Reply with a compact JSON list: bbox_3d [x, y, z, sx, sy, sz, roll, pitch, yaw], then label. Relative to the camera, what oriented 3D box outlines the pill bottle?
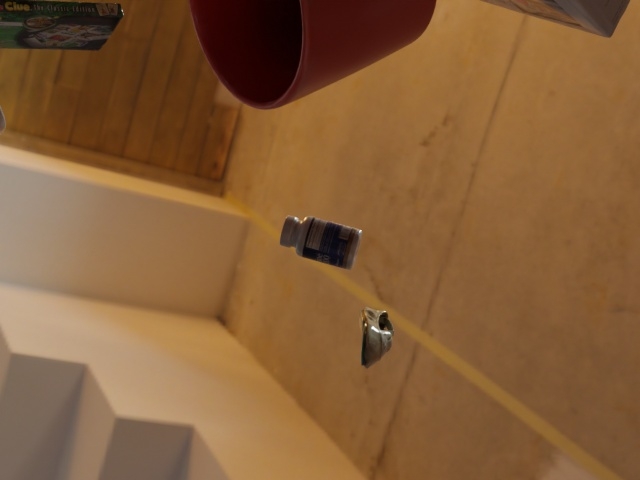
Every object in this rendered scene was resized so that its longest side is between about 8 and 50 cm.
[{"bbox_3d":[0.000,0.000,1.652,0.067,0.120,0.067,16,90,-84],"label":"pill bottle"}]

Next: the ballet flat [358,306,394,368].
[{"bbox_3d":[0.085,0.141,1.580,0.168,0.052,0.057,-87,179,-69],"label":"ballet flat"}]

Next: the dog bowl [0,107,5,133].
[{"bbox_3d":[-0.516,-0.204,1.289,0.104,0.265,0.265,-45,-161,-20],"label":"dog bowl"}]

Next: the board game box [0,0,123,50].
[{"bbox_3d":[-0.460,-0.343,1.684,0.136,0.260,0.030,-24,-107,58],"label":"board game box"}]

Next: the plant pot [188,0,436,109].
[{"bbox_3d":[-0.002,-0.322,1.352,0.275,0.243,0.275,32,-49,46],"label":"plant pot"}]

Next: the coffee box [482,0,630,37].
[{"bbox_3d":[0.278,-0.538,1.471,0.334,0.338,0.337,28,-87,40],"label":"coffee box"}]
